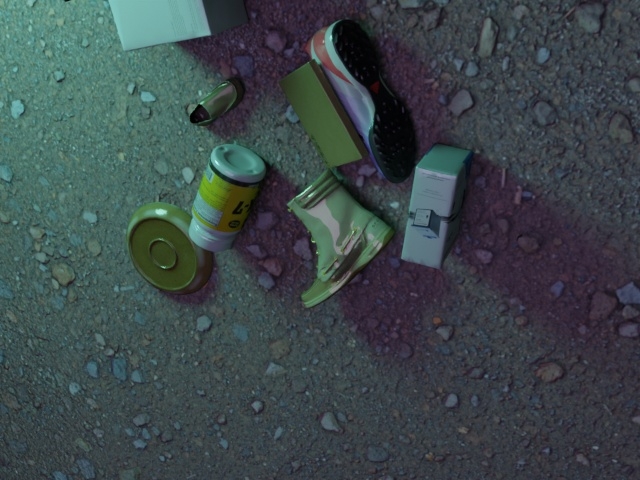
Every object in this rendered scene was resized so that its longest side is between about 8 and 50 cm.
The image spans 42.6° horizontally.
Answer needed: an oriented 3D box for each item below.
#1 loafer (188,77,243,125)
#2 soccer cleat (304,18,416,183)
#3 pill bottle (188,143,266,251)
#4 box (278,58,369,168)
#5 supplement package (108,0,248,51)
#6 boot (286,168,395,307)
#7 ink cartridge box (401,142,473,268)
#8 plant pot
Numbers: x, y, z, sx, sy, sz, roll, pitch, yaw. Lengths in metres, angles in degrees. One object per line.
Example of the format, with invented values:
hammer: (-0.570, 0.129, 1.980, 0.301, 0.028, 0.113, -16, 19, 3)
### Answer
loafer: (-0.214, -0.276, 1.676, 0.148, 0.050, 0.056, -38, 94, 34)
soccer cleat: (0.076, -0.251, 1.531, 0.116, 0.108, 0.318, -5, 117, 53)
pill bottle: (-0.200, -0.086, 1.719, 0.119, 0.119, 0.209, 32, 124, 9)
box: (0.003, -0.234, 1.554, 0.201, 0.021, 0.164, 60, 159, -10)
supplement package: (-0.277, -0.479, 1.549, 0.203, 0.149, 0.194, -3, 111, 27)
boot: (0.000, 0.000, 1.677, 0.203, 0.095, 0.262, 45, 123, 0)
ink cartridge box: (0.215, -0.065, 1.516, 0.082, 0.140, 0.191, 14, 119, 17)
plant pot: (-0.358, 0.027, 1.902, 0.236, 0.032, 0.237, 10, 117, 21)
